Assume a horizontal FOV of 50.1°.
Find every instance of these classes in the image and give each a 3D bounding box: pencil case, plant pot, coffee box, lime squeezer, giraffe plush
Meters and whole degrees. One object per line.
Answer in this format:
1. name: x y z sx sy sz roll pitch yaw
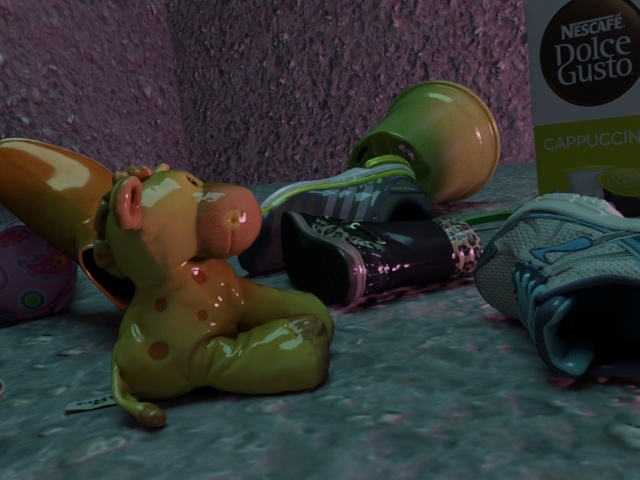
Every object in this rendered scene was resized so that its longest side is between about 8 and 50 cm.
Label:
1. pencil case: -0.386 0.028 0.925 0.124 0.124 0.284 -9 10 -19
2. plant pot: 0.193 -0.168 1.409 0.276 0.276 0.254 0 21 36
3. coffee box: 0.506 -0.184 0.900 0.338 0.334 0.338 1 11 44
4. lime squeezer: 0.348 -0.099 1.091 0.310 0.110 0.059 -47 -10 10
5. giraffe plush: -0.099 0.024 0.523 0.210 0.170 0.181 -11 10 -29

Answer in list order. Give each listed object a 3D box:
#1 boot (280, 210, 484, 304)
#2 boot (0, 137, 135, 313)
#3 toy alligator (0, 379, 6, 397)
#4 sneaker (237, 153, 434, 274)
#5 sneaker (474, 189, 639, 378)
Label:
1. boot: 0.060 0.009 0.805 0.179 0.085 0.236 -7 15 -20
2. boot: -0.242 -0.014 0.724 0.295 0.104 0.211 32 3 -13
3. toy alligator: -0.291 0.125 0.412 0.190 0.056 0.051 -12 -30 -34
4. sneaker: 0.027 -0.024 0.953 0.300 0.111 0.121 -25 50 -16
5. sneaker: 0.179 0.034 0.478 0.122 0.110 0.283 -30 8 -19
